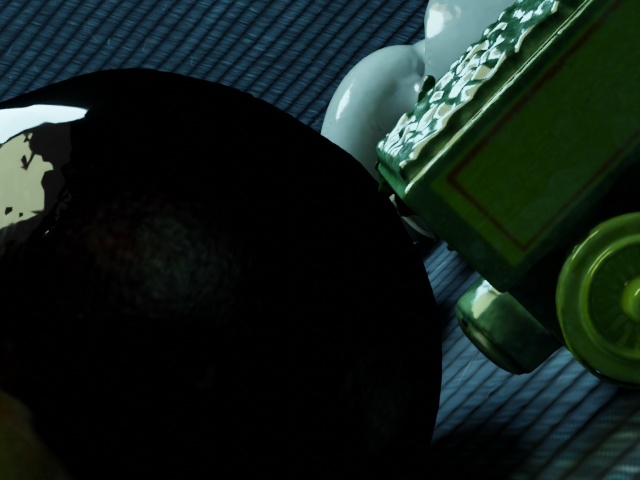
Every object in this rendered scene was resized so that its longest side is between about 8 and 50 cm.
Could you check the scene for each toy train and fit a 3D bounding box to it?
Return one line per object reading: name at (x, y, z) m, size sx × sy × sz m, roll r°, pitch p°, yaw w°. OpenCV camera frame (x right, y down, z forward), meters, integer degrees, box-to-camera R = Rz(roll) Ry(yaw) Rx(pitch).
toy train at (0.161, -0.055, 0.691) m, size 0.271 × 0.188 × 0.159 m, roll -45°, pitch 9°, yaw 5°

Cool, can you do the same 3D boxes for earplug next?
earplug at (0.130, -0.132, 1.348) m, size 0.325 × 0.175 × 0.214 m, roll -49°, pitch -37°, yaw 12°

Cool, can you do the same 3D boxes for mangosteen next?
mangosteen at (-0.109, 0.113, 0.794) m, size 0.382 × 0.382 × 0.435 m, roll -39°, pitch 40°, yaw 49°

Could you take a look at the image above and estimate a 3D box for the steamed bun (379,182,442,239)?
steamed bun at (0.140, -0.067, 1.195) m, size 0.183 × 0.106 × 0.183 m, roll -41°, pitch 11°, yaw 10°
